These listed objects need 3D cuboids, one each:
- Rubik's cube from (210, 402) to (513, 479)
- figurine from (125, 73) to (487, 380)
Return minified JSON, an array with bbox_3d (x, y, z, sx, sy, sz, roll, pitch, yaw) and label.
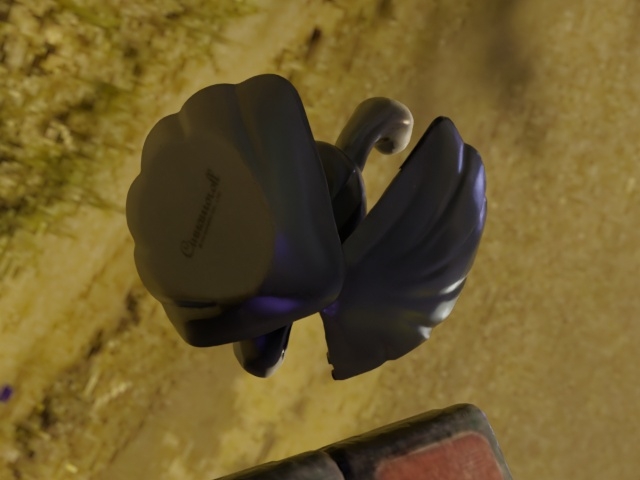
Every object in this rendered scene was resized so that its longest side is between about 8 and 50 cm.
[{"bbox_3d":[-0.072,0.267,0.579,0.305,0.301,0.303,-6,71,-50],"label":"Rubik's cube"},{"bbox_3d":[0.000,0.000,0.445,0.086,0.082,0.094,-5,122,-52],"label":"figurine"}]
